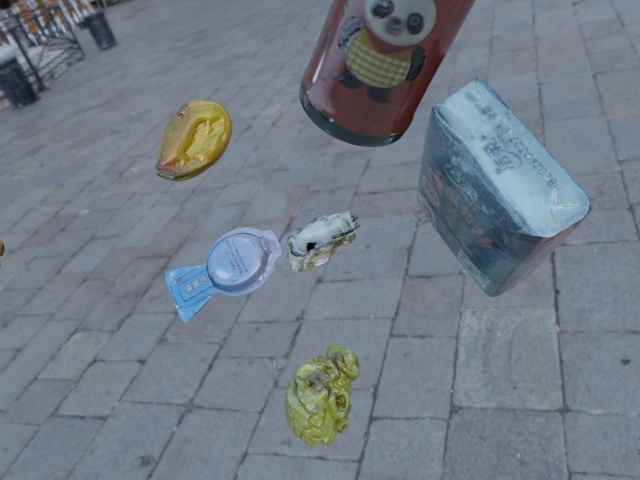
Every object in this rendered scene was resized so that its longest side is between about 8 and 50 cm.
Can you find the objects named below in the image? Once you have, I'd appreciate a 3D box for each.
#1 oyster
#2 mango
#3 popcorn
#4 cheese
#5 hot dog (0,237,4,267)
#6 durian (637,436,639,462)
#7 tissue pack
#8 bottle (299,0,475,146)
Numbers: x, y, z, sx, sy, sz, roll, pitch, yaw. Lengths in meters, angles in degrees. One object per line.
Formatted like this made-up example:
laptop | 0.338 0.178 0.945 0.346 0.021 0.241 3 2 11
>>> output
oyster | 0.000 0.000 1.088 0.163 0.081 0.191 -38 29 -6
mango | -0.207 -0.163 0.906 0.066 0.101 0.187 -23 34 50
popcorn | -0.003 0.438 1.576 0.174 0.225 0.286 17 90 32
cheese | -0.191 0.058 1.103 0.245 0.052 0.135 -29 70 5
hot dog | -0.417 0.119 0.612 0.083 0.289 0.068 10 -10 -16
durian | 0.750 0.401 1.158 0.260 0.186 0.154 -58 32 18
tissue pack | 0.241 -0.054 0.812 0.103 0.315 0.228 -32 71 -5
bottle | 0.088 -0.263 0.567 0.144 0.336 0.144 12 48 -13
